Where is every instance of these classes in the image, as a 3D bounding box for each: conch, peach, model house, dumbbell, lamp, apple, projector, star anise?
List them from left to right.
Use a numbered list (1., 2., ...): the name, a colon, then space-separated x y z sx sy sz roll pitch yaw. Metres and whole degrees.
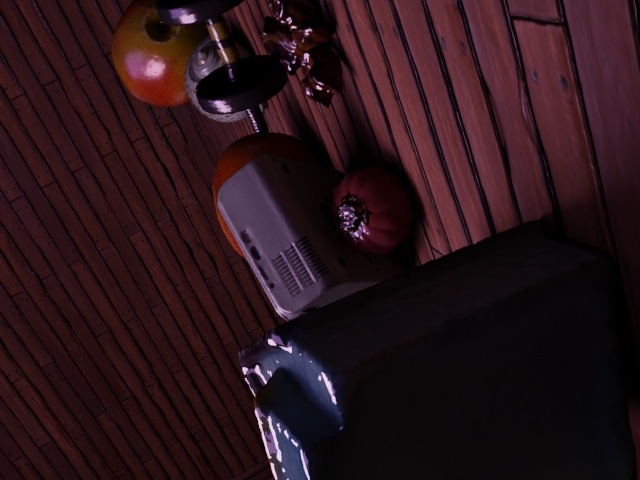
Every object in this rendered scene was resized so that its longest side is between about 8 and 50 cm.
1. peach: -0.306 -0.383 1.545 0.231 0.231 0.231 59 170 16
2. conch: -0.179 -0.282 1.403 0.172 0.131 0.200 55 168 33
3. dumbbell: -0.141 -0.291 1.132 0.143 0.143 0.325 49 164 53
4. apple: -0.067 -0.064 1.275 0.235 0.173 0.210 52 -151 -47
5. star anise: -0.018 -0.233 0.918 0.168 0.057 0.168 49 163 21
6. projector: 0.000 0.000 1.040 0.198 0.108 0.250 60 -158 18
7. lamp: 0.061 -0.035 0.932 0.108 0.092 0.107 10 105 41
8. model house: 0.070 0.123 0.650 0.249 0.281 0.229 23 129 64
